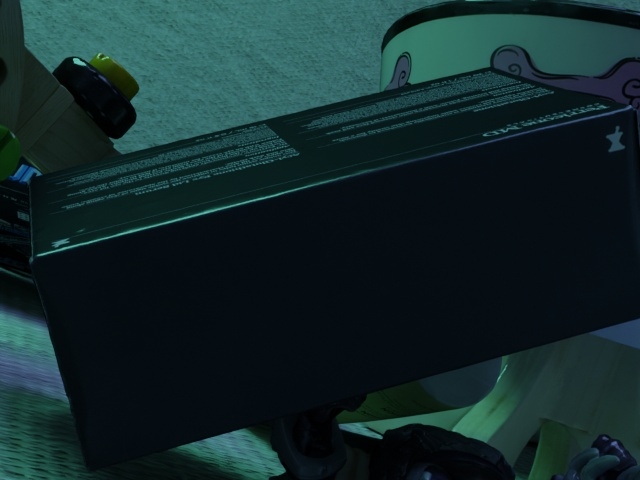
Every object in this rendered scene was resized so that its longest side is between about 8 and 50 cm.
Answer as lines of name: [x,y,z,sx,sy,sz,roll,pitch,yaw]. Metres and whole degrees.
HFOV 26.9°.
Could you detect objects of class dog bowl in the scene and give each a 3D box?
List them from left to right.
dog bowl: [0.226,-0.040,1.077,0.408,0.150,0.408,17,-10,3]

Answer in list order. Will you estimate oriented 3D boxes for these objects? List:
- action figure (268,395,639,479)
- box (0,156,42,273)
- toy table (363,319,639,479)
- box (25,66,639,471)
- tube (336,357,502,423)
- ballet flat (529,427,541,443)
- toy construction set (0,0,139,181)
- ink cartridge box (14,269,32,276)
action figure: [0.069,0.117,0.604,0.185,0.099,0.285,8,-1,-6]
box: [-0.186,-0.016,0.990,0.220,0.051,0.175,17,-22,-4]
toy table: [0.162,0.101,0.917,0.252,0.161,0.274,23,5,43]
box: [0.000,0.000,0.639,0.261,0.103,0.184,-14,13,-9]
tube: [0.011,0.083,0.785,0.070,0.062,0.240,58,-33,-7]
ballet flat: [0.169,0.149,1.212,0.213,0.072,0.068,21,30,28]
toy construction set: [-0.250,-0.048,0.800,0.308,0.257,0.237,1,-28,36]
ink cartridge box: [-0.273,-0.012,1.172,0.145,0.045,0.179,22,5,10]
